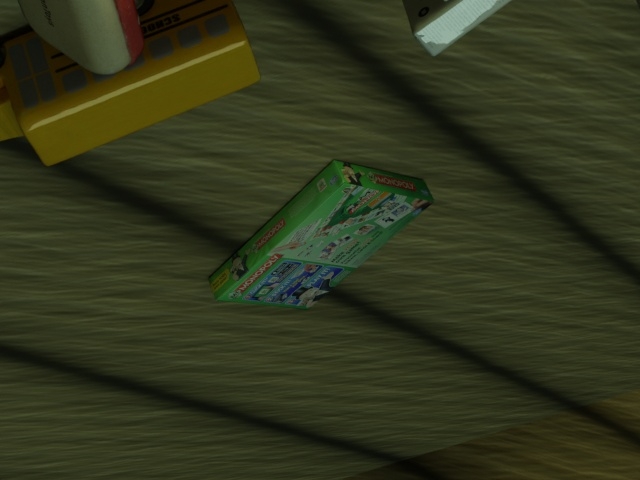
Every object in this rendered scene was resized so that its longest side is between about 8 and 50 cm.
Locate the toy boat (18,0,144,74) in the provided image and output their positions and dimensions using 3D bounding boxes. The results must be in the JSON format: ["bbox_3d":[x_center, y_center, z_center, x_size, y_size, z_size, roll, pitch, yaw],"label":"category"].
[{"bbox_3d":[-0.228,-0.290,1.357,0.151,0.151,0.231,-48,160,-20],"label":"toy boat"}]

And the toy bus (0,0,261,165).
[{"bbox_3d":[-0.246,-0.186,1.498,0.332,0.130,0.108,-22,152,-2],"label":"toy bus"}]

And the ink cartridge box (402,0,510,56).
[{"bbox_3d":[0.182,-0.335,1.471,0.224,0.223,0.045,-33,128,18],"label":"ink cartridge box"}]

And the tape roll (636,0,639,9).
[{"bbox_3d":[0.550,-0.374,1.565,0.392,0.392,0.072,-31,-165,14],"label":"tape roll"}]

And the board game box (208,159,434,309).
[{"bbox_3d":[0.000,0.000,2.104,0.213,0.046,0.317,10,138,-45],"label":"board game box"}]
